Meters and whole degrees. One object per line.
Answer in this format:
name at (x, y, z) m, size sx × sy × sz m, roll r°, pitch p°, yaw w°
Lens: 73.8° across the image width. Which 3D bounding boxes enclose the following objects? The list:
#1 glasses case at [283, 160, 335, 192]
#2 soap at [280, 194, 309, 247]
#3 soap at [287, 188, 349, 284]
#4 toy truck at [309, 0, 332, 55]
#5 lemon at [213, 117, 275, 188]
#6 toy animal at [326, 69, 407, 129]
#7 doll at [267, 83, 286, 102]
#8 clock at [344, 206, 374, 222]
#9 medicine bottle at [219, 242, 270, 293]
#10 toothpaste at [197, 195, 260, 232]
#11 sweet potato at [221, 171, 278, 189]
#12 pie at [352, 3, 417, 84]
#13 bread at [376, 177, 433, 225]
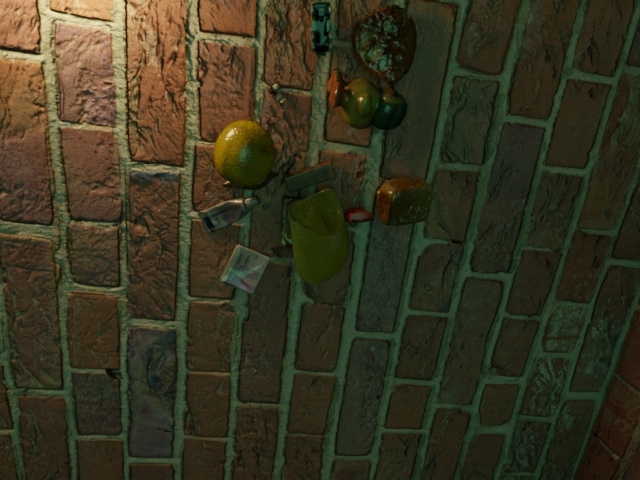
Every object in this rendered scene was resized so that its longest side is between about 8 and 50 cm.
glasses case at (-0.050, -0.284, 1.894) m, size 0.218 × 0.049 × 0.075 m, roll -19°, pitch 116°, yaw -1°
soap at (-0.111, -0.086, 1.937) m, size 0.135 × 0.076 × 0.233 m, roll 2°, pitch 106°, yaw -9°
soap at (0.002, 0.000, 1.907) m, size 0.306 × 0.115 × 0.427 m, roll -33°, pitch 126°, yaw -32°
toy truck at (-0.001, -0.837, 1.690) m, size 0.085 × 0.116 × 0.191 m, roll -5°, pitch 117°, yaw -6°
lemon at (-0.310, -0.350, 1.738) m, size 0.268 × 0.267 × 0.267 m, roll -2°, pitch 108°, yaw -7°
toy animal at (0.190, -0.559, 1.768) m, size 0.339 × 0.216 × 0.191 m, roll 10°, pitch 133°, yaw -14°
doll at (-0.184, -0.612, 1.779) m, size 0.058 × 0.040 × 0.085 m, roll -24°, pitch 109°, yaw -10°
clock at (0.172, -0.114, 1.925) m, size 0.113 × 0.155 × 0.061 m, roll -7°, pitch 99°, yaw -6°
medicine bottle at (-0.352, 0.132, 1.990) m, size 0.171 × 0.052 × 0.201 m, roll 25°, pitch 101°, yaw -14°
toothpaste at (-0.399, -0.127, 1.900) m, size 0.283 × 0.068 × 0.099 m, roll -22°, pitch 79°, yaw 10°
sweet potato at (-0.307, -0.251, 1.870) m, size 0.250 × 0.059 × 0.069 m, roll -12°, pitch 89°, yaw 0°
pie at (0.261, -0.808, 1.746) m, size 0.309 × 0.085 × 0.308 m, roll -2°, pitch 103°, yaw -8°
bread at (0.375, -0.178, 1.921) m, size 0.247 × 0.176 × 0.195 m, roll -9°, pitch 120°, yaw -20°
